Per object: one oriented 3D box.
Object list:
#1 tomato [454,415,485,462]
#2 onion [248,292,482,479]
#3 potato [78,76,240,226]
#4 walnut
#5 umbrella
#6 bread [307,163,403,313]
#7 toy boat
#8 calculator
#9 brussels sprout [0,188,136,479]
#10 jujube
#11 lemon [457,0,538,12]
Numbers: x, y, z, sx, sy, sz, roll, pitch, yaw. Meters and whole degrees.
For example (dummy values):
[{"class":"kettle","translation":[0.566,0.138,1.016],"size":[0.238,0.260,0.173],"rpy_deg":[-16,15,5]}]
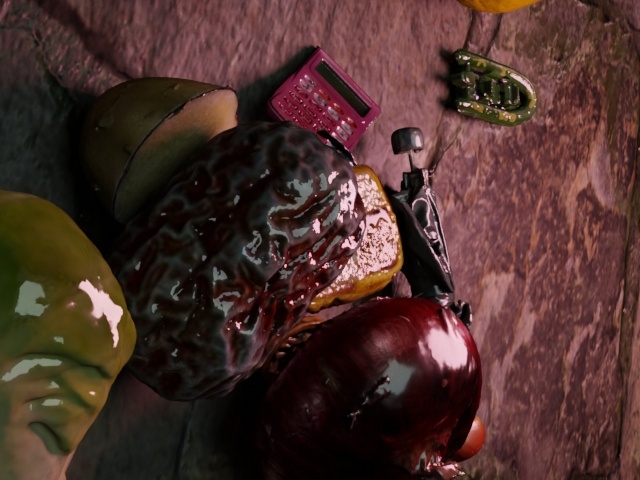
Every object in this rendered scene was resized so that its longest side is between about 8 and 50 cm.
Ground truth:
[{"class":"tomato","translation":[0.190,0.274,1.477],"size":[0.087,0.087,0.075],"rpy_deg":[-34,107,-41]},{"class":"onion","translation":[0.064,0.213,1.228],"size":[0.314,0.232,0.314],"rpy_deg":[-23,141,-20]},{"class":"potato","translation":[-0.188,-0.118,1.131],"size":[0.117,0.182,0.202],"rpy_deg":[37,39,15]},{"class":"walnut","translation":[-0.040,0.127,1.284],"size":[0.121,0.052,0.091],"rpy_deg":[-14,132,-43]},{"class":"umbrella","translation":[0.134,0.018,1.427],"size":[0.094,0.143,0.348],"rpy_deg":[-10,91,-20]},{"class":"bread","translation":[0.000,0.000,1.316],"size":[0.222,0.096,0.181],"rpy_deg":[-20,97,-43]},{"class":"toy boat","translation":[0.272,-0.237,1.638],"size":[0.210,0.052,0.104],"rpy_deg":[8,77,-43]},{"class":"calculator","translation":[0.003,-0.170,1.346],"size":[0.126,0.034,0.190],"rpy_deg":[46,40,-9]},{"class":"brussels sprout","translation":[-0.297,0.093,0.908],"size":[0.273,0.243,0.316],"rpy_deg":[-47,118,-31]},{"class":"jujube","translation":[-0.094,0.015,1.103],"size":[0.317,0.226,0.226],"rpy_deg":[-48,121,-7]},{"class":"lemon","translation":[0.281,-0.472,1.539],"size":[0.284,0.260,0.260],"rpy_deg":[-38,114,-14]}]
